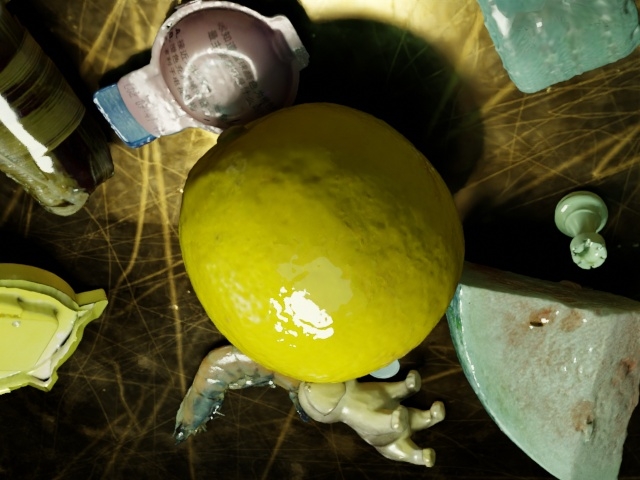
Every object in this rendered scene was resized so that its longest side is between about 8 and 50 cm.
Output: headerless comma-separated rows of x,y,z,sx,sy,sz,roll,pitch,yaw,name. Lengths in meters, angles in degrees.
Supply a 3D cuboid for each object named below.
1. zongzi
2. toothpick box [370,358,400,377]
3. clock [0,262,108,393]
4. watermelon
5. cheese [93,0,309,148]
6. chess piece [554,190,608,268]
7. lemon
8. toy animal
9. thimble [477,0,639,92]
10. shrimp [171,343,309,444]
-0.436,-0.150,1.188,0.288,0.134,0.286,-8,130,30,zongzi
0.091,0.152,1.345,0.052,0.083,0.052,4,126,5,toothpick box
-0.489,0.130,1.370,0.293,0.071,0.277,15,127,-45,clock
0.325,0.144,1.241,0.258,0.228,0.387,-32,107,17,watermelon
-0.148,-0.192,1.138,0.286,0.074,0.189,-20,120,25,cheese
0.335,-0.010,1.183,0.067,0.103,0.067,4,127,5,chess piece
0.000,0.000,1.105,0.348,0.348,0.348,4,126,5,lemon
0.084,0.254,1.407,0.169,0.121,0.233,-17,133,38,toy animal
0.236,-0.266,0.961,0.143,0.198,0.235,-18,150,17,thimble
-0.124,0.273,1.485,0.198,0.051,0.262,26,122,-11,shrimp
